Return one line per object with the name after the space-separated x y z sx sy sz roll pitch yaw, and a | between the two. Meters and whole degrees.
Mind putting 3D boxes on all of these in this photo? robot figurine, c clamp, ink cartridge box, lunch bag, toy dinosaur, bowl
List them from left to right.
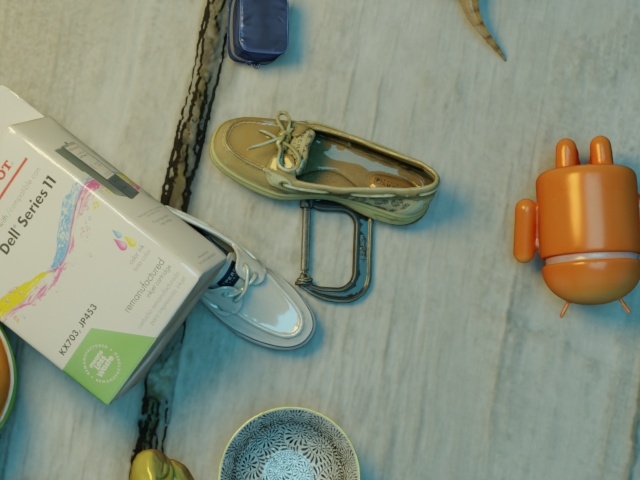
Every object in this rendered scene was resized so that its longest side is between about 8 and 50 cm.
-0.314 -0.001 1.642 0.353 0.119 0.207 37 107 5 | ink cartridge box
-0.079 -0.264 1.755 0.067 0.065 0.098 5 82 -19 | lunch bag
-0.039 0.286 1.693 0.170 0.080 0.170 0 83 -4 | bowl
0.000 0.000 1.758 0.137 0.022 0.161 -3 83 -10 | c clamp
0.182 -0.337 1.782 0.112 0.064 0.211 -2 85 -6 | toy dinosaur
0.330 -0.016 1.730 0.158 0.128 0.219 0 83 -25 | robot figurine

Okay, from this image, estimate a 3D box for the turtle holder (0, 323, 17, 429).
-0.515 0.155 1.596 0.320 0.227 0.243 15 84 -3 | turtle holder

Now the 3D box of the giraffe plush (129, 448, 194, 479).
-0.231 0.365 1.626 0.170 0.210 0.181 -22 118 17 | giraffe plush

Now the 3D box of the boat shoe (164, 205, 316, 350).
-0.117 0.048 1.709 0.258 0.084 0.095 32 82 0 | boat shoe

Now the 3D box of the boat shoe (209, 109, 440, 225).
0.006 -0.100 1.721 0.285 0.089 0.105 13 67 -6 | boat shoe
